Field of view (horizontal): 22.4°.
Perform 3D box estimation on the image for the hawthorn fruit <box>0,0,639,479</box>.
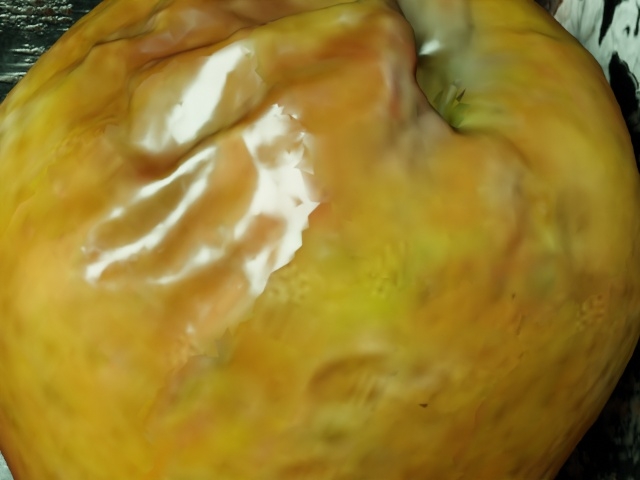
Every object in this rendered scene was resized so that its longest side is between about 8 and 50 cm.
[{"bbox_3d":[-0.018,0.006,1.042,0.472,0.472,0.471,-179,90,-77],"label":"hawthorn fruit"}]
